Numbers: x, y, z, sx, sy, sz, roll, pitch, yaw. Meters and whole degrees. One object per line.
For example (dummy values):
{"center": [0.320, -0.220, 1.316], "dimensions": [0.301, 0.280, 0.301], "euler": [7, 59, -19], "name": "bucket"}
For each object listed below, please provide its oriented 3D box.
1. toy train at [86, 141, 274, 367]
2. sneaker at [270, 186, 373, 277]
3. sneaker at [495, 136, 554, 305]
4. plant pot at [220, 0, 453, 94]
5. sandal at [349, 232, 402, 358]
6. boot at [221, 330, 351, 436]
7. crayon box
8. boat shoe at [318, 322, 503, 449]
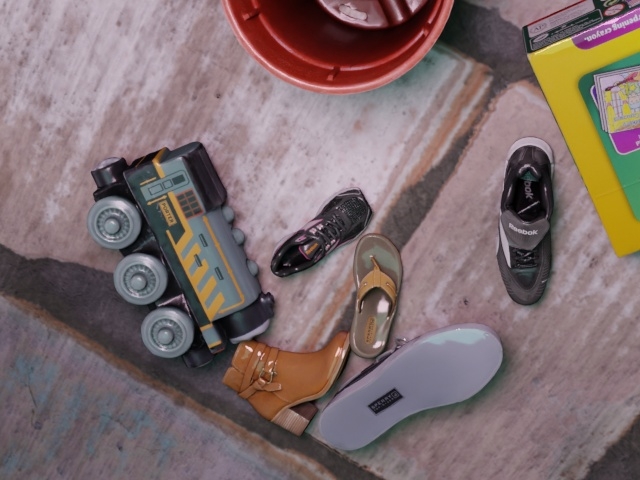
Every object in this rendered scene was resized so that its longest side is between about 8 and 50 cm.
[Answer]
{"center": [-0.199, 0.019, 1.566], "dimensions": [0.190, 0.142, 0.334], "euler": [-22, 102, 9], "name": "toy train"}
{"center": [0.000, 0.000, 1.540], "dimensions": [0.072, 0.077, 0.178], "euler": [46, 111, -6], "name": "sneaker"}
{"center": [0.272, -0.015, 1.459], "dimensions": [0.078, 0.106, 0.234], "euler": [4, 109, 12], "name": "sneaker"}
{"center": [0.041, -0.336, 1.318], "dimensions": [0.272, 0.265, 0.273], "euler": [4, 109, 11], "name": "plant pot"}
{"center": [0.077, 0.080, 1.548], "dimensions": [0.072, 0.049, 0.180], "euler": [7, 89, 0], "name": "sandal"}
{"center": [-0.050, 0.183, 1.619], "dimensions": [0.152, 0.073, 0.197], "euler": [34, 107, 6], "name": "boot"}
{"center": [0.474, -0.184, 1.324], "dimensions": [0.362, 0.106, 0.313], "euler": [-22, 118, 19], "name": "crayon box"}
{"center": [0.132, 0.195, 1.563], "dimensions": [0.113, 0.105, 0.306], "euler": [45, 118, -9], "name": "boat shoe"}
